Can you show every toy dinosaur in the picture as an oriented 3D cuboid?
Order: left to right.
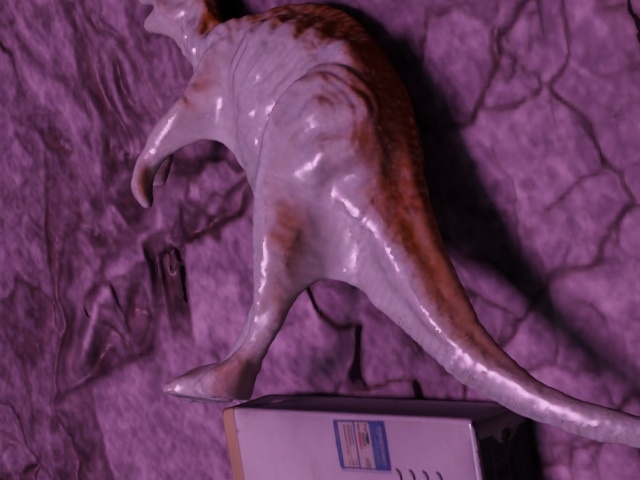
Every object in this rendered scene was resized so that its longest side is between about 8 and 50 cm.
[{"bbox_3d":[0.000,0.000,0.826,0.393,0.092,0.205,27,92,44],"label":"toy dinosaur"}]

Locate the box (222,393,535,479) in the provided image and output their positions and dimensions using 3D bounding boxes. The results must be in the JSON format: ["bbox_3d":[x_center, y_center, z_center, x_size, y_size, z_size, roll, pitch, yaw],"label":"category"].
[{"bbox_3d":[0.046,0.210,0.890,0.211,0.045,0.270,-5,97,48],"label":"box"}]
